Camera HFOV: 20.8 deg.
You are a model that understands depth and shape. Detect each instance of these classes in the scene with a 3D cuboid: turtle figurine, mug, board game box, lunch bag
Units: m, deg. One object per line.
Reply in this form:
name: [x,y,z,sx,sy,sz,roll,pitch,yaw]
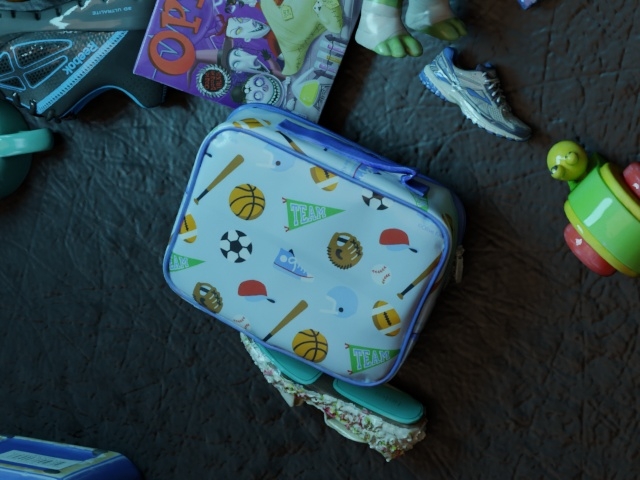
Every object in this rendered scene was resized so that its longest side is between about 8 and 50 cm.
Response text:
turtle figurine: [0.136,-0.310,1.681,0.274,0.198,0.266,7,117,1]
mug: [-0.400,-0.110,1.991,0.157,0.097,0.129,-42,83,20]
board game box: [-0.044,-0.301,1.814,0.208,0.056,0.347,20,109,-2]
lunch bag: [0.000,0.000,1.829,0.303,0.115,0.243,24,113,7]

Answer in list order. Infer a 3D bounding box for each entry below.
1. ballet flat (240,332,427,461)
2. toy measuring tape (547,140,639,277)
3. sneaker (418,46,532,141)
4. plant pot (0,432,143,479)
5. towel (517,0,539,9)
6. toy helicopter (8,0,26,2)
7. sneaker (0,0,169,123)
ballet flat: [0.005,0.164,1.899,0.241,0.091,0.077,32,130,16]
toy measuring tape: [0.345,0.024,1.737,0.330,0.121,0.121,47,110,8]
sneaker: [0.168,-0.153,1.808,0.135,0.052,0.058,37,104,11]
plant pot: [-0.336,0.343,1.969,0.235,0.236,0.212,7,94,19]
towel: [0.263,-0.423,1.740,0.336,0.040,0.243,-38,84,21]
toy helicopter: [-0.341,-0.450,1.888,0.235,0.140,0.355,-38,91,-11]
sneaker: [-0.331,-0.190,1.915,0.340,0.125,0.140,-7,99,7]
